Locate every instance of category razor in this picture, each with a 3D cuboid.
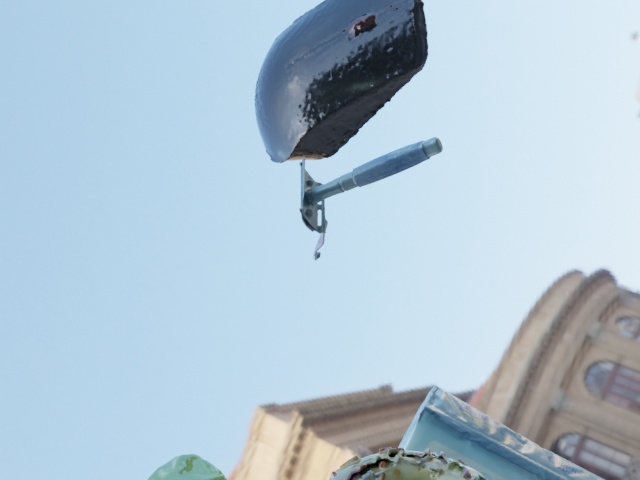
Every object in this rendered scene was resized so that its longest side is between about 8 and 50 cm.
[{"bbox_3d":[0.044,-0.061,0.874,0.040,0.135,0.068,47,-150,-41],"label":"razor"}]

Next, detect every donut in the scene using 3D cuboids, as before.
[{"bbox_3d":[0.072,0.221,0.756,0.174,0.174,0.068,-32,-44,-49],"label":"donut"}]

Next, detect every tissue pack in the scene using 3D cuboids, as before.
[{"bbox_3d":[0.209,0.314,1.207,0.177,0.263,0.089,-65,-5,26],"label":"tissue pack"}]

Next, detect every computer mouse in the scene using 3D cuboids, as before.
[{"bbox_3d":[0.007,-0.213,1.218,0.087,0.295,0.168,13,-127,-39],"label":"computer mouse"}]

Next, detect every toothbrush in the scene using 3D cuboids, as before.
[{"bbox_3d":[0.000,0.000,1.439,0.013,0.011,0.131,-32,-17,-18],"label":"toothbrush"}]

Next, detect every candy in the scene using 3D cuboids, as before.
[{"bbox_3d":[-0.188,0.485,1.620,0.142,0.132,0.344,-54,-34,-32],"label":"candy"}]
